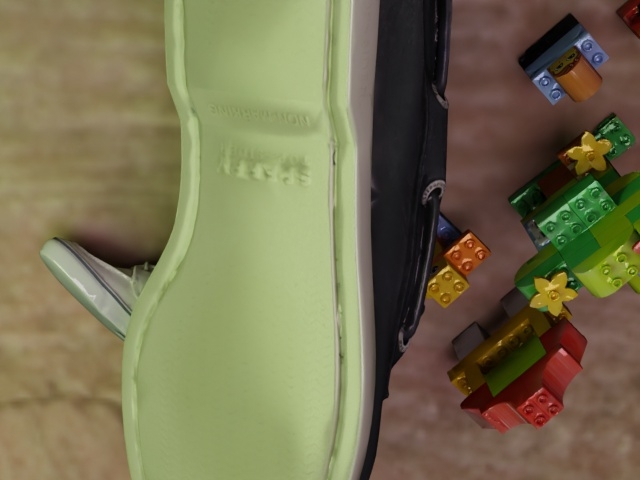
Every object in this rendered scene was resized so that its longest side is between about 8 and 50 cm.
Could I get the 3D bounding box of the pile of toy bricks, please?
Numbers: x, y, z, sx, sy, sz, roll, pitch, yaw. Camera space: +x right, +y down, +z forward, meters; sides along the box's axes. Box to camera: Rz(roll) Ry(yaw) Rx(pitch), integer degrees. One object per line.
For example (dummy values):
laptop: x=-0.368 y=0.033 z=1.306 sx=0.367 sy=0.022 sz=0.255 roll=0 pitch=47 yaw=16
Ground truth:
pile of toy bricks: x=0.121 y=-0.012 z=0.645 sx=0.212 sy=0.105 sz=0.118 roll=-42 pitch=114 yaw=12

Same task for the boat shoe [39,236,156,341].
boat shoe: x=-0.080 y=0.027 z=0.677 sx=0.100 sy=0.035 sz=0.035 roll=43 pitch=75 yaw=-20

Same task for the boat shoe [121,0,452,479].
boat shoe: x=-0.003 y=-0.002 z=0.631 sx=0.127 sy=0.113 sz=0.340 roll=13 pitch=110 yaw=35
